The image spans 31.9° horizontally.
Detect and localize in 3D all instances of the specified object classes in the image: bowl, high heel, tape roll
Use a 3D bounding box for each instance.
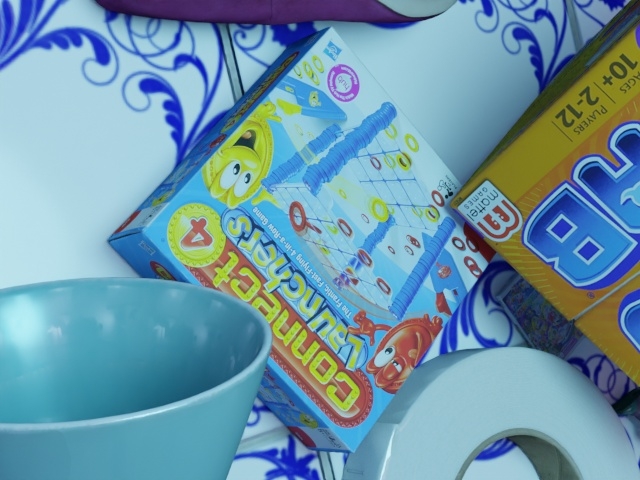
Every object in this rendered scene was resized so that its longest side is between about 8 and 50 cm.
[{"bbox_3d":[-0.192,0.153,0.894,0.311,0.311,0.163,-11,109,-32],"label":"bowl"},{"bbox_3d":[-0.034,-0.266,1.122,0.377,0.181,0.127,4,75,-40],"label":"high heel"},{"bbox_3d":[0.196,0.307,1.222,0.392,0.072,0.392,4,82,-32],"label":"tape roll"}]

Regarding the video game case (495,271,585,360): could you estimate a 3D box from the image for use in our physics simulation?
[{"bbox_3d":[0.266,0.086,1.328,0.087,0.011,0.122,-44,106,-28],"label":"video game case"}]

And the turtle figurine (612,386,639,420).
[{"bbox_3d":[0.459,0.280,1.348,0.234,0.175,0.118,58,33,-5],"label":"turtle figurine"}]

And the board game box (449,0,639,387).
[{"bbox_3d":[0.427,-0.094,1.149,0.356,0.356,0.356,44,45,0],"label":"board game box"}]

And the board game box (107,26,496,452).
[{"bbox_3d":[0.000,0.000,1.130,0.308,0.086,0.302,48,62,-18],"label":"board game box"}]
